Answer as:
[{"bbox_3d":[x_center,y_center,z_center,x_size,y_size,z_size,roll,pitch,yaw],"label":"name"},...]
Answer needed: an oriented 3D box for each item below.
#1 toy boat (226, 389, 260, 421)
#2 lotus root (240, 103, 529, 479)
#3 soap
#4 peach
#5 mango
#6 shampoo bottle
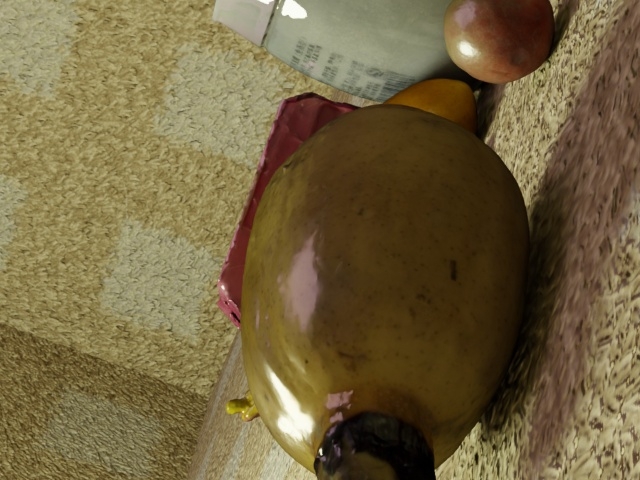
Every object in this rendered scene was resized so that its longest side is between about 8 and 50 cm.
[{"bbox_3d":[0.002,0.053,1.729,0.141,0.099,0.318,129,164,-66],"label":"toy boat"},{"bbox_3d":[0.035,0.050,0.954,0.310,0.183,0.183,-83,13,-47],"label":"lotus root"},{"bbox_3d":[0.000,0.000,1.535,0.099,0.162,0.250,132,158,-79],"label":"soap"},{"bbox_3d":[0.130,-0.152,1.196,0.083,0.083,0.083,-160,90,-86],"label":"peach"},{"bbox_3d":[0.057,-0.053,1.409,0.217,0.102,0.141,-52,-7,29],"label":"mango"},{"bbox_3d":[0.049,-0.266,1.474,0.273,0.266,0.273,-160,90,-84],"label":"shampoo bottle"}]
